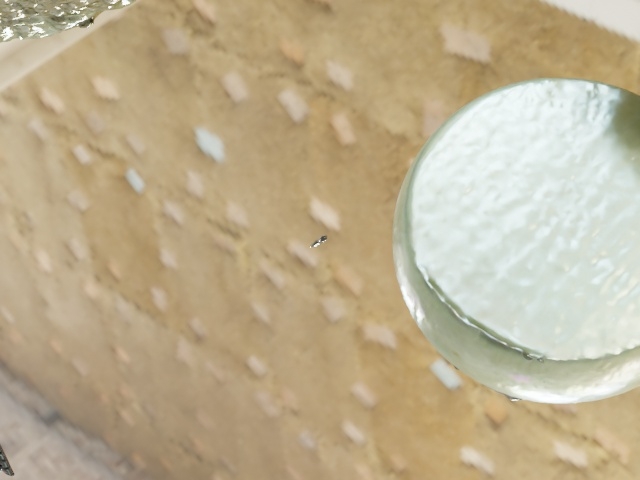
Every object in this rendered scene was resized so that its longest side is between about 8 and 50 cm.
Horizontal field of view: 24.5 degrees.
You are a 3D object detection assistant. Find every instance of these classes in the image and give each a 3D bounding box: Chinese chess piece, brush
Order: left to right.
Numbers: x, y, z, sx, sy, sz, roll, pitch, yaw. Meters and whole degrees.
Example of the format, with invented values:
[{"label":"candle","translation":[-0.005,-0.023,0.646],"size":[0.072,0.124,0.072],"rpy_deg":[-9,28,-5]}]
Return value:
[{"label":"brush","translation":[0.000,0.000,1.637],"size":[0.008,0.024,0.083],"rpy_deg":[58,-7,0]},{"label":"Chinese chess piece","translation":[0.250,0.000,1.546],"size":[0.349,0.349,0.146],"rpy_deg":[37,-16,21]}]

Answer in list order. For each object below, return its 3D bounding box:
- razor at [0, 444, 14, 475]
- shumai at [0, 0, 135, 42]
[{"label":"razor","translation":[-0.330,0.168,1.246],"size":[0.154,0.028,0.044],"rpy_deg":[15,-42,25]},{"label":"shumai","translation":[-0.266,-0.317,1.150],"size":[0.309,0.263,0.304],"rpy_deg":[-5,-15,17]}]
